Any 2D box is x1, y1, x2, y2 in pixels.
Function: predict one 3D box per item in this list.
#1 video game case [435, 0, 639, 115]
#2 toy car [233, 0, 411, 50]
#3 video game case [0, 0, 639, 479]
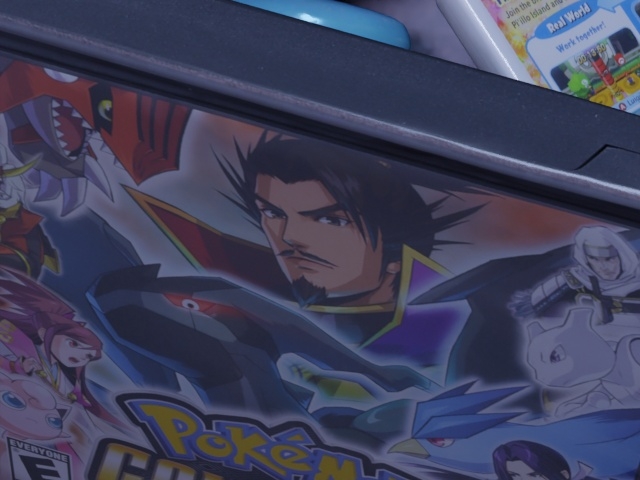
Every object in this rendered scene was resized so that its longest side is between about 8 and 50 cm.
[{"bbox_3d":[0.135,-0.053,0.641,0.157,0.019,0.143,-30,85,-26],"label":"video game case"},{"bbox_3d":[-0.055,-0.158,0.606,0.210,0.238,0.219,13,94,10],"label":"toy car"},{"bbox_3d":[-0.020,0.028,0.623,0.275,0.248,0.035,17,51,10],"label":"video game case"}]
